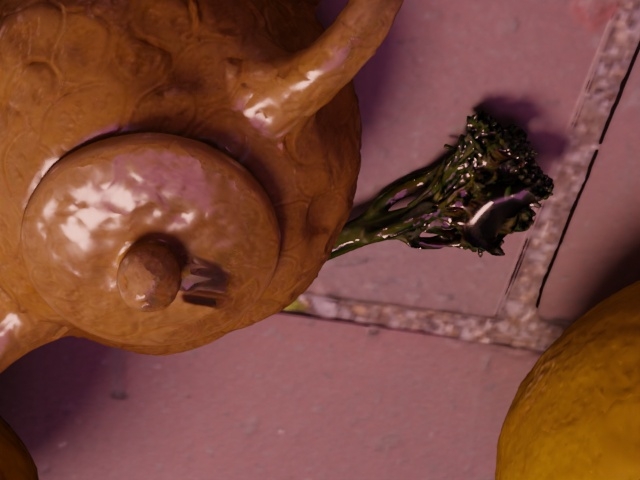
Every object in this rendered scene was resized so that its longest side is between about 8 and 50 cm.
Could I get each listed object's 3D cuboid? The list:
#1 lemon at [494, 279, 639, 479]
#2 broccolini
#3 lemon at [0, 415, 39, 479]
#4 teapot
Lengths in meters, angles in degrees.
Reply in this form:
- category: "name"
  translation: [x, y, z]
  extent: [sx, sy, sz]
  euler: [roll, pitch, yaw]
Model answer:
- category: "lemon"
  translation: [0.206, 0.134, 1.002]
  extent: [0.240, 0.240, 0.219]
  euler: [34, 139, -27]
- category: "broccolini"
  translation: [0.003, 0.001, 1.006]
  extent: [0.254, 0.071, 0.057]
  euler: [-19, 170, 18]
- category: "lemon"
  translation: [-0.266, 0.162, 0.951]
  extent: [0.253, 0.310, 0.254]
  euler: [-2, 97, -20]
- category: "teapot"
  translation: [-0.071, -0.032, 0.879]
  extent: [0.311, 0.167, 0.203]
  euler: [-38, 122, 22]
